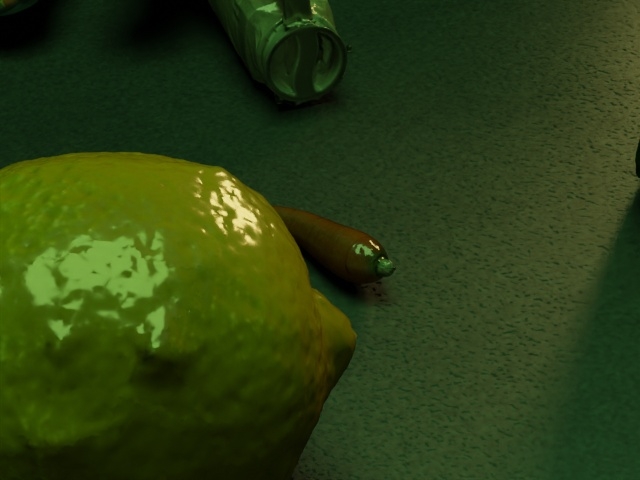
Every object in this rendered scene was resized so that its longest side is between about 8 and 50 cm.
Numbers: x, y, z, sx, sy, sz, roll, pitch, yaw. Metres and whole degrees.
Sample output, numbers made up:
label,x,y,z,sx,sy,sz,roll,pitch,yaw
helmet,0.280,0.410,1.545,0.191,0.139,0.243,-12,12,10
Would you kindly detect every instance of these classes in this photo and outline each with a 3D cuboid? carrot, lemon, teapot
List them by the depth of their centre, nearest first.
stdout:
label,x,y,z,sx,sy,sz,roll,pitch,yaw
lemon,-0.123,0.063,1.106,0.288,0.233,0.233,-4,36,-3
carrot,0.000,0.000,1.346,0.035,0.035,0.142,-30,36,-31
teapot,-0.040,-0.197,1.557,0.077,0.107,0.200,-12,37,-14

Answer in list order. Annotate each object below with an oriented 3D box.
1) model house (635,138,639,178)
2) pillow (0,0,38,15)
label,x,y,z,sx,sy,sz,roll,pitch,yaw
model house,0.399,-0.150,1.361,0.280,0.245,0.312,20,42,17
pillow,-0.182,-0.266,1.642,0.233,0.086,0.214,-17,35,17
